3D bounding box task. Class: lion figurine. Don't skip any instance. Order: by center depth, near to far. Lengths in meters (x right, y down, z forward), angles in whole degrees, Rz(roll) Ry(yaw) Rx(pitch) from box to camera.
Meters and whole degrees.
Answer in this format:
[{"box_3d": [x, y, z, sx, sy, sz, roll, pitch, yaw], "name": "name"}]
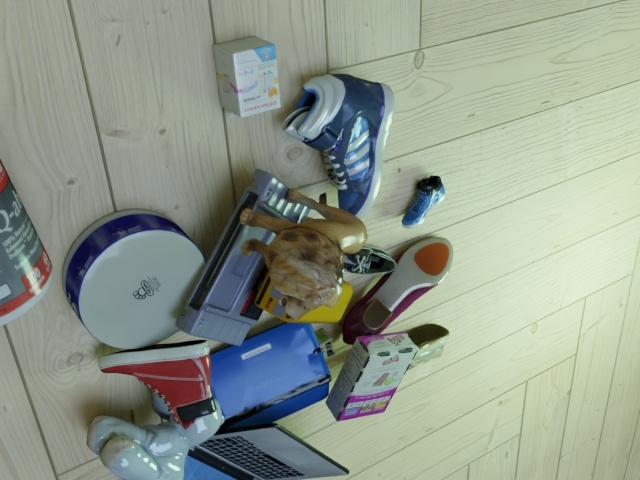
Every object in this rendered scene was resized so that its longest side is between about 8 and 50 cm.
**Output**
[{"box_3d": [0.000, 0.000, 1.387, 0.392, 0.240, 0.142, -37, 140, -51], "name": "lion figurine"}]

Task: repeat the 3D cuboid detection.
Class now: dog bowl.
[{"box_3d": [-0.362, 0.077, 1.412, 0.265, 0.104, 0.264, -16, 122, -28], "name": "dog bowl"}]

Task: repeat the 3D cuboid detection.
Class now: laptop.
[{"box_3d": [-0.195, 0.630, 1.715, 0.408, 0.236, 0.382, -14, 143, 24], "name": "laptop"}]

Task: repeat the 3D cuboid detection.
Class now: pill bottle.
[{"box_3d": [-0.583, -0.048, 1.115, 0.210, 0.210, 0.362, -28, 127, -21], "name": "pill bottle"}]

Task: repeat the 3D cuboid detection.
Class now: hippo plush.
[{"box_3d": [-0.329, 0.403, 1.513, 0.236, 0.294, 0.234, -49, 150, -16], "name": "hippo plush"}]

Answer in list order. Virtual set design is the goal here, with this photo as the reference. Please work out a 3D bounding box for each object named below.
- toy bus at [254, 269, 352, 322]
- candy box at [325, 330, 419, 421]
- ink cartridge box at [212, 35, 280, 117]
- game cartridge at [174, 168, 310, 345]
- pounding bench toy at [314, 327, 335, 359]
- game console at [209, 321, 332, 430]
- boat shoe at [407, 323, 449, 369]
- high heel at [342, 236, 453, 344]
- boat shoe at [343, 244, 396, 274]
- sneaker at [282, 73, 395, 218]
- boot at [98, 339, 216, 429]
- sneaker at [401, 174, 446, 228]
[{"box_3d": [-0.027, 0.114, 1.577, 0.108, 0.130, 0.333, -65, 158, 3], "name": "toy bus"}, {"box_3d": [0.127, 0.340, 1.794, 0.159, 0.071, 0.233, 0, 127, -35], "name": "candy box"}, {"box_3d": [-0.139, -0.307, 1.374, 0.092, 0.090, 0.143, -21, 124, -26], "name": "ink cartridge box"}, {"box_3d": [-0.147, 0.047, 1.498, 0.354, 0.068, 0.230, -63, 151, -3], "name": "game cartridge"}, {"box_3d": [-0.012, 0.275, 1.804, 0.083, 0.052, 0.065, -25, 127, -23], "name": "pounding bench toy"}, {"box_3d": [-0.136, 0.342, 1.741, 0.293, 0.173, 0.250, -22, 94, -13], "name": "game console"}, {"box_3d": [0.233, 0.315, 1.968, 0.302, 0.109, 0.098, -14, 120, -36], "name": "boat shoe"}, {"box_3d": [0.196, 0.128, 1.877, 0.377, 0.127, 0.181, -36, 174, -29], "name": "high heel"}, {"box_3d": [0.092, 0.043, 1.741, 0.219, 0.070, 0.077, 3, 111, -37], "name": "boat shoe"}, {"box_3d": [0.014, -0.198, 1.532, 0.236, 0.130, 0.322, 0, 117, -27], "name": "sneaker"}, {"box_3d": [-0.331, 0.299, 1.444, 0.088, 0.245, 0.176, -17, 101, -73], "name": "boot"}, {"box_3d": [0.251, -0.102, 1.783, 0.152, 0.058, 0.084, -41, 137, -16], "name": "sneaker"}]
